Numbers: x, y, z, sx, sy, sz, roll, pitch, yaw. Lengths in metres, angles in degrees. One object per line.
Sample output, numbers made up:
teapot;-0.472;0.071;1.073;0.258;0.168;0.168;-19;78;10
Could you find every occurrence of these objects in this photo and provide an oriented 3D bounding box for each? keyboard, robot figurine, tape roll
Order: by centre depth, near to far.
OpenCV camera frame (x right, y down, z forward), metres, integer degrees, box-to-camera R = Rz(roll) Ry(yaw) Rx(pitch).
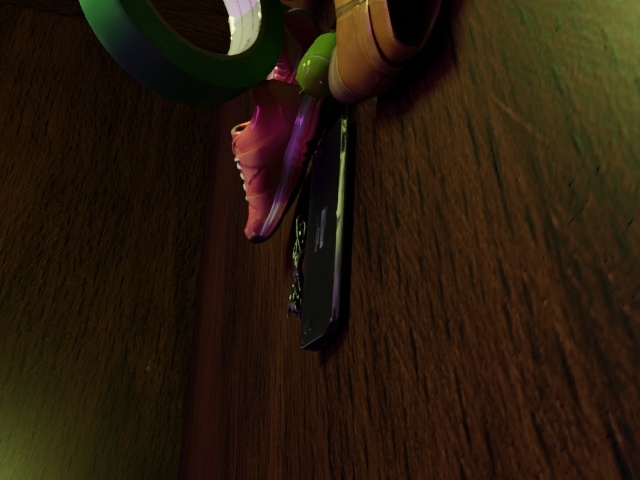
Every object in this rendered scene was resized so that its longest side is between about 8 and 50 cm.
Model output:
keyboard;0.000;0.000;0.990;0.201;0.033;0.318;137;142;-60
robot figurine;0.008;-0.251;1.009;0.101;0.067;0.115;-16;35;43
tape roll;-0.193;-0.357;1.017;0.077;0.321;0.322;-20;56;40

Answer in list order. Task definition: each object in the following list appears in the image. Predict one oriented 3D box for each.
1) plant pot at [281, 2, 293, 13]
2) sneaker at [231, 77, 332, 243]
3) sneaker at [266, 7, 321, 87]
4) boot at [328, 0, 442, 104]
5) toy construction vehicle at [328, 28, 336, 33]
plant pot;-0.060;-0.383;1.340;0.109;0.096;0.109;-101;24;-54
sneaker;-0.088;-0.133;1.158;0.116;0.136;0.314;-63;-1;-51
sneaker;-0.043;-0.291;1.233;0.111;0.102;0.252;-71;-3;-52
boot;0.062;-0.306;0.784;0.220;0.108;0.284;167;110;-76
toy construction vehicle;0.009;-0.280;1.126;0.098;0.035;0.086;119;157;-52
